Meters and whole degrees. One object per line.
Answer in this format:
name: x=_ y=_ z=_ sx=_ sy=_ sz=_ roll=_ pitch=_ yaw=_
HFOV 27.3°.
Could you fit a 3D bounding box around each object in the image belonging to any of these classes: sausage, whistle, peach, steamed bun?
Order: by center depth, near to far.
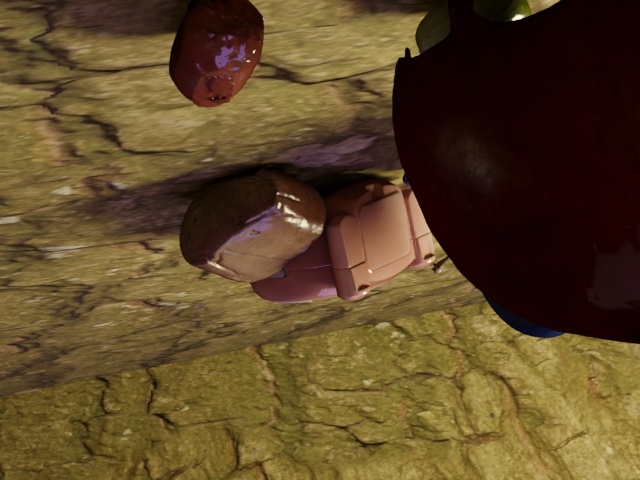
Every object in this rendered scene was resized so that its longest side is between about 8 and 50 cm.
peach: x=0.259 y=-0.075 z=0.977 sx=0.406 sy=0.310 sz=0.335 roll=-12 pitch=174 yaw=18
sausage: x=-0.085 y=-0.154 z=1.065 sx=0.076 sy=0.076 sz=0.141 roll=-8 pitch=168 yaw=-17
whistle: x=0.134 y=-0.205 z=1.117 sx=0.104 sy=0.057 sz=0.198 roll=-21 pitch=164 yaw=-8
steamed bun: x=-0.091 y=-0.026 z=1.661 sx=0.175 sy=0.106 sz=0.145 roll=-32 pitch=149 yaw=27

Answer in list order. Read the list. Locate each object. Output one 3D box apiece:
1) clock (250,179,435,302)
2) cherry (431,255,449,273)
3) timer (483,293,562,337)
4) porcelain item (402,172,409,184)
clock: x=0.000 y=0.000 z=1.813 sx=0.241 sy=0.142 sz=0.227 roll=-8 pitch=-171 yaw=38
cherry: x=0.236 y=-0.030 z=1.895 sx=0.188 sy=0.148 sz=0.115 roll=-42 pitch=128 yaw=12
timer: x=0.408 y=-0.036 z=1.714 sx=0.383 sy=0.270 sz=0.270 roll=-9 pitch=169 yaw=-25
porcelain item: x=0.182 y=-0.073 z=1.769 sx=0.136 sy=0.075 sz=0.021 roll=-11 pitch=171 yaw=-5
